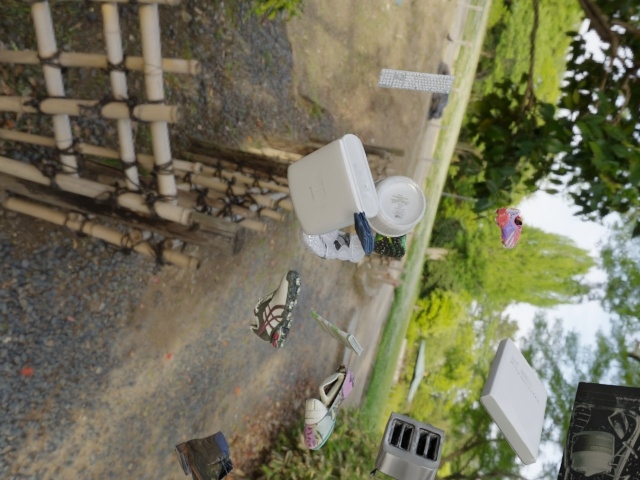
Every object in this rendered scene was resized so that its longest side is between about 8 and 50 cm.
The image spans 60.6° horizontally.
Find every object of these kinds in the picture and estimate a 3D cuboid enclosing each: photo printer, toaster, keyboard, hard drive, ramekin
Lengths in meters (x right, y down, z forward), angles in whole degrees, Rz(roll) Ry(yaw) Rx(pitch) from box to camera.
[{"bbox_3d":[0.022,-0.156,1.691,0.107,0.308,0.255,-13,86,-42],"label":"photo printer"},{"bbox_3d":[0.251,0.596,1.555,0.185,0.168,0.110,-58,162,-51],"label":"toaster"},{"bbox_3d":[0.325,-0.542,1.863,0.072,0.256,0.014,106,-14,-58],"label":"keyboard"},{"bbox_3d":[0.600,0.477,1.677,0.047,0.233,0.353,-34,180,32],"label":"hard drive"},{"bbox_3d":[0.250,-0.119,1.816,0.109,0.207,0.207,147,-40,-77],"label":"ramekin"}]

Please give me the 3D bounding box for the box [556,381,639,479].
[{"bbox_3d":[1.254,0.844,2.146,0.480,0.297,0.471,-15,-132,58],"label":"box"}]

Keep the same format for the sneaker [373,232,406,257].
[{"bbox_3d":[0.276,-0.046,2.052,0.343,0.134,0.146,100,5,-60],"label":"sneaker"}]

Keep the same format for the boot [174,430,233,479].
[{"bbox_3d":[-0.219,0.466,1.135,0.106,0.219,0.082,-19,113,-29],"label":"boot"}]

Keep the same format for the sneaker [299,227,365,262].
[{"bbox_3d":[0.000,0.000,2.127,0.366,0.210,0.137,17,86,-49],"label":"sneaker"}]

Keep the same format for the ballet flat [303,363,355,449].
[{"bbox_3d":[0.012,0.382,1.296,0.221,0.077,0.079,-51,121,-41],"label":"ballet flat"}]

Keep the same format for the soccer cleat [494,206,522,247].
[{"bbox_3d":[0.722,-0.042,2.060,0.248,0.095,0.083,49,48,-47],"label":"soccer cleat"}]

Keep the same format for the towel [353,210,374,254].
[{"bbox_3d":[0.111,-0.020,1.382,0.119,0.029,0.067,-108,-169,-56],"label":"towel"}]

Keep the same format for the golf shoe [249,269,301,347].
[{"bbox_3d":[-0.132,0.191,1.559,0.105,0.120,0.272,-59,169,-57],"label":"golf shoe"}]

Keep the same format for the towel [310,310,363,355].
[{"bbox_3d":[0.047,0.256,1.534,0.023,0.152,0.113,-48,143,-16],"label":"towel"}]
